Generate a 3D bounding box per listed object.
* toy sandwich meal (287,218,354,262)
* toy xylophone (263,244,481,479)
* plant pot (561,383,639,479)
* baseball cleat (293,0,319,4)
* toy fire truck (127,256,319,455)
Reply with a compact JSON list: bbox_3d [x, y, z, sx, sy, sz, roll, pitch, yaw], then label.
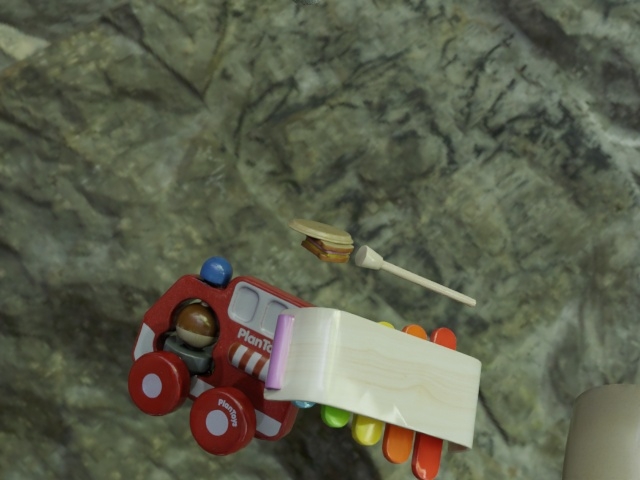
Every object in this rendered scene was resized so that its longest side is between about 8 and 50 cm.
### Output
[{"bbox_3d":[0.000,0.000,1.050,0.086,0.086,0.029,21,-80,29],"label":"toy sandwich meal"},{"bbox_3d":[0.092,0.153,1.189,0.323,0.236,0.081,30,-27,-24],"label":"toy xylophone"},{"bbox_3d":[0.442,0.389,1.327,0.257,0.274,0.256,23,-32,15],"label":"plant pot"},{"bbox_3d":[-0.026,-0.248,0.783,0.072,0.206,0.109,6,-66,28],"label":"baseball cleat"},{"bbox_3d":[-0.141,0.167,1.437,0.302,0.169,0.253,25,-80,24],"label":"toy fire truck"}]
